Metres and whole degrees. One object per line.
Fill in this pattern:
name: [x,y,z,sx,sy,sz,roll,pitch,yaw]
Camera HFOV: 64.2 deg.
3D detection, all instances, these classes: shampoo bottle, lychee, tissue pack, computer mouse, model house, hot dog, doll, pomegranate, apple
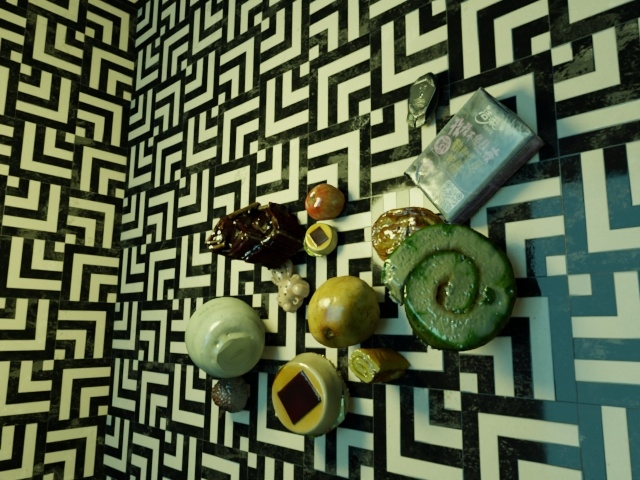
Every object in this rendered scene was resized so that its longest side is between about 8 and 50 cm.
shampoo bottle: [-0.390,0.400,2.105,0.317,0.322,0.323,13,91,66]
lychee: [-0.389,0.666,2.174,0.165,0.165,0.198,2,57,44]
tissue pack: [0.461,-0.253,1.572,0.361,0.122,0.259,-49,55,23]
computer mouse: [0.354,-0.479,1.749,0.105,0.062,0.193,26,106,42]
model house: [-0.230,-0.042,2.022,0.282,0.317,0.298,2,73,47]
hot dog: [0.279,-0.022,1.701,0.258,0.114,0.175,-17,70,41]
doll: [-0.134,0.159,2.071,0.154,0.119,0.278,-46,45,27]
pomegranate: [0.080,0.243,1.759,0.260,0.260,0.261,-9,76,42]
apple: [0.019,-0.146,1.961,0.146,0.130,0.147,-30,50,44]

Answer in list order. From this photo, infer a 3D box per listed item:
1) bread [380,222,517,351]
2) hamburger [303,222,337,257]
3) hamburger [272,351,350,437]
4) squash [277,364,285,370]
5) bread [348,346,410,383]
bread: [0.361,0.134,1.475,0.381,0.129,0.367,8,70,16]
hamburger: [0.000,0.000,1.975,0.126,0.081,0.141,36,87,25]
hamburger: [-0.037,0.556,1.843,0.301,0.170,0.302,-3,85,36]
squash: [-0.101,0.513,2.008,0.183,0.052,0.052,-6,78,42]
bread: [0.188,0.407,1.668,0.132,0.172,0.103,31,106,41]
